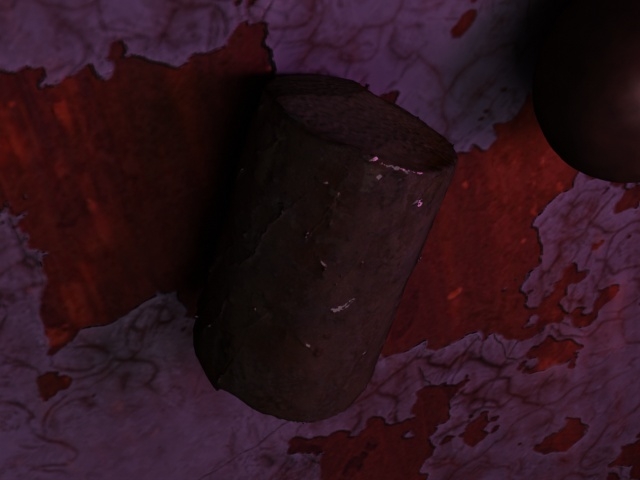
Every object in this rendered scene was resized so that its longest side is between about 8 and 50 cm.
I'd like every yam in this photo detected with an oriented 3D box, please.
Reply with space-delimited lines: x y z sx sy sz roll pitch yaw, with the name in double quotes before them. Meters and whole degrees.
"yam" 0.000 0.000 1.140 0.161 0.161 0.268 -4 131 -29

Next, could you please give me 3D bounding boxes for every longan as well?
"longan" 0.263 -0.132 1.181 0.185 0.159 0.204 -50 154 16
